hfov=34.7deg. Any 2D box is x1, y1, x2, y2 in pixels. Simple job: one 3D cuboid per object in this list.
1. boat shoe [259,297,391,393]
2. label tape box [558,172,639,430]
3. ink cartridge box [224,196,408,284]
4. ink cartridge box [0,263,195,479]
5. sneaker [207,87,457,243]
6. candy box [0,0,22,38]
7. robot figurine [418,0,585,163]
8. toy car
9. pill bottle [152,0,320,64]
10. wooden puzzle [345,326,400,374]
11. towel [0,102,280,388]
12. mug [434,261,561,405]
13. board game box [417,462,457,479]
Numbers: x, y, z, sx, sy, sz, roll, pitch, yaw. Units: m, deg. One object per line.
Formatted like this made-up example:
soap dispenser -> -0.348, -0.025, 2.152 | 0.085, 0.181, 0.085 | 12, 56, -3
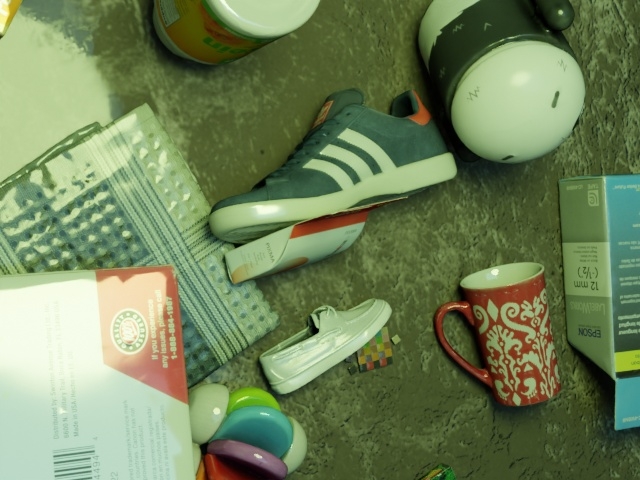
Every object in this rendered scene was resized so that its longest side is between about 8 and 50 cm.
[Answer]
boat shoe -> 0.005, 0.117, 1.279 | 0.184, 0.066, 0.063 | -32, 103, -12
label tape box -> 0.478, 0.077, 1.468 | 0.249, 0.115, 0.347 | -4, 93, -24
ink cartridge box -> 0.000, 0.000, 1.189 | 0.145, 0.179, 0.045 | -13, 87, -49
ink cartridge box -> -0.333, 0.179, 1.006 | 0.385, 0.160, 0.279 | -2, 82, -23
sneaker -> 0.003, -0.100, 1.245 | 0.350, 0.131, 0.148 | -18, 88, -36
candy box -> -0.360, -0.392, 1.105 | 0.183, 0.087, 0.316 | 28, 78, -22
robot figurine -> 0.225, -0.223, 1.287 | 0.174, 0.278, 0.209 | -19, 138, 4
toy car -> -0.094, 0.259, 1.184 | 0.159, 0.136, 0.182 | 31, 77, -21
pill bottle -> -0.105, -0.270, 1.133 | 0.136, 0.246, 0.136 | 0, 89, -24
wooden puzzle -> 0.068, 0.141, 1.333 | 0.083, 0.006, 0.049 | -12, 94, -24
towel -> -0.246, 0.045, 1.176 | 0.312, 0.056, 0.324 | -34, 105, -19
mug -> 0.244, 0.128, 1.378 | 0.113, 0.150, 0.169 | -32, 109, -59
board game box -> 0.090, 0.414, 1.326 | 0.260, 0.030, 0.136 | -29, 98, -22
